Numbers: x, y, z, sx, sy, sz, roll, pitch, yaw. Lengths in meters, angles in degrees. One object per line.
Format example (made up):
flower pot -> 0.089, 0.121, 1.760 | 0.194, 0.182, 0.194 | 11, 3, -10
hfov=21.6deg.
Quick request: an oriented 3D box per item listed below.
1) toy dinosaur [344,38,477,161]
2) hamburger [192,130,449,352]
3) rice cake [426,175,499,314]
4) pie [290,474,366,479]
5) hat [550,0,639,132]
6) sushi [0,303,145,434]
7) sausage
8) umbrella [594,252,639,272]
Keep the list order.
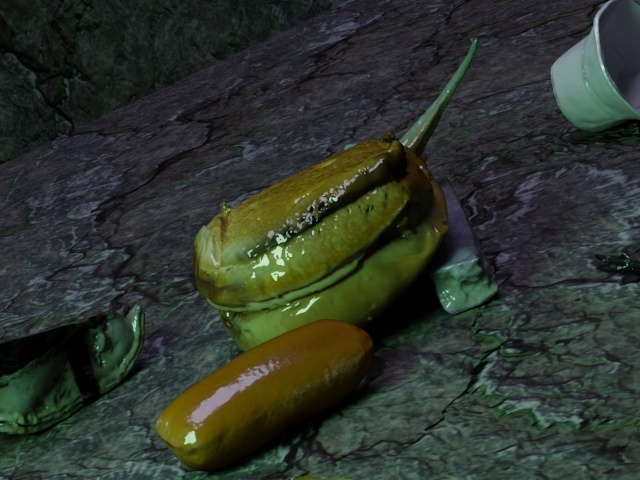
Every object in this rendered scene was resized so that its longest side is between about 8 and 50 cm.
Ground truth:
toy dinosaur -> 0.085, -0.091, 2.103 | 0.393, 0.092, 0.205 | -42, 11, 24
hamburger -> 0.004, 0.000, 1.873 | 0.284, 0.174, 0.304 | -35, 16, 7
rice cake -> 0.149, 0.000, 1.969 | 0.070, 0.064, 0.399 | -29, 14, 6
pie -> -0.049, 0.257, 1.340 | 0.240, 0.054, 0.240 | -18, 13, 4
hat -> 0.393, -0.222, 2.285 | 0.126, 0.203, 0.203 | -26, 8, 40
sushi -> -0.300, 0.152, 1.949 | 0.134, 0.109, 0.273 | -14, 1, 33
sausage -> -0.051, 0.149, 1.650 | 0.238, 0.098, 0.098 | -29, 18, -25
umbrella -> 0.333, 0.026, 1.741 | 0.149, 0.022, 0.022 | 10, 70, 59
